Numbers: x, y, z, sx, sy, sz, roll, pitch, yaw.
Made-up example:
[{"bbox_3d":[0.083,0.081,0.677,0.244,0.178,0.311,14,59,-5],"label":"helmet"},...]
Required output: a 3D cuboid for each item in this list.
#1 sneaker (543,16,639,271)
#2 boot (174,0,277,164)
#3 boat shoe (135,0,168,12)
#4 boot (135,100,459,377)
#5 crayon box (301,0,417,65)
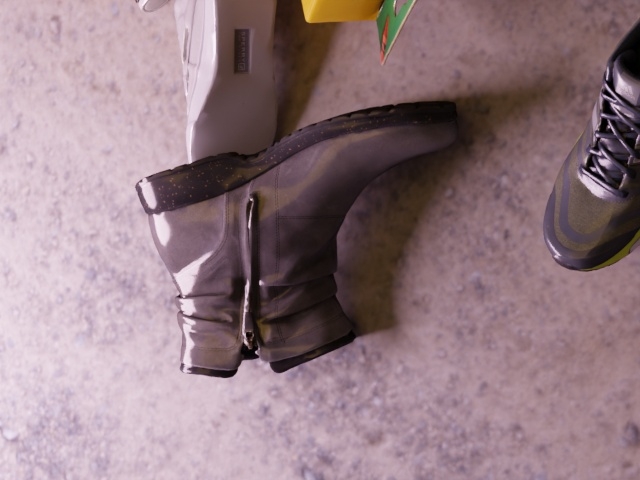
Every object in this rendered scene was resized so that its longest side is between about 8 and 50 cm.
[{"bbox_3d":[0.278,-0.112,1.594,0.111,0.121,0.300,29,98,28],"label":"sneaker"},{"bbox_3d":[-0.102,-0.182,1.839,0.123,0.095,0.258,-140,55,-62],"label":"boot"},{"bbox_3d":[-0.154,-0.295,1.895,0.125,0.046,0.038,-41,71,27],"label":"boat shoe"},{"bbox_3d":[0.000,0.000,1.748,0.338,0.118,0.223,-17,92,16],"label":"boot"},{"bbox_3d":[0.027,-0.350,1.689,0.202,0.081,0.318,118,145,-59],"label":"crayon box"}]
